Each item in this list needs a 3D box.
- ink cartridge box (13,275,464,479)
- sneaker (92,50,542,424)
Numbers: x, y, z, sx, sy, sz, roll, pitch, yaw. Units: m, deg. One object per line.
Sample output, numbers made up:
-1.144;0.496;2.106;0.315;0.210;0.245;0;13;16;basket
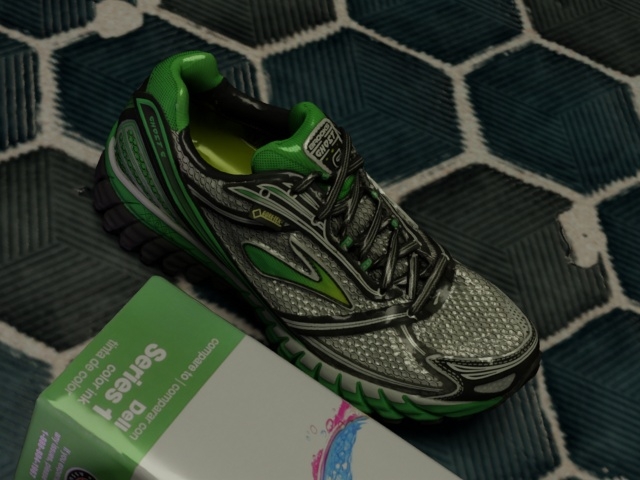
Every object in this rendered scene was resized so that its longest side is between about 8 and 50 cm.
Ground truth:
-0.030;0.183;0.898;0.278;0.201;0.117;34;48;8;ink cartridge box
0.000;0.000;1.107;0.343;0.146;0.134;31;47;6;sneaker
